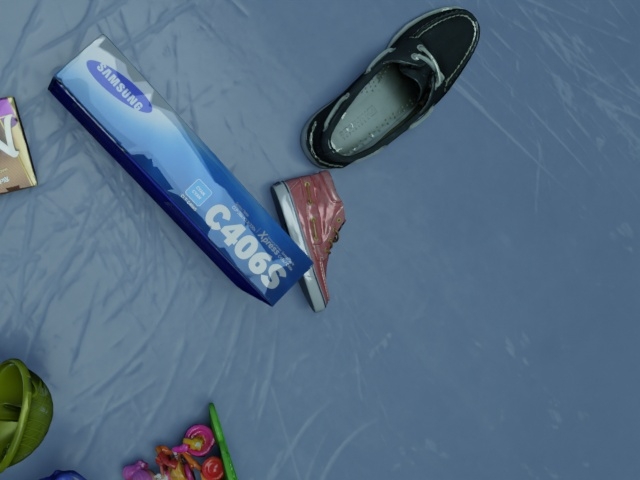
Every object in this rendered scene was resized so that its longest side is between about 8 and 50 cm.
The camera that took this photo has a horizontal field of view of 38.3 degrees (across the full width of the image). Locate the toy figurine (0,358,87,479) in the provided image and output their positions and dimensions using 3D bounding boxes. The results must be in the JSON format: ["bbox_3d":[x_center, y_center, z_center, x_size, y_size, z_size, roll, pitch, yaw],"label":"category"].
[{"bbox_3d":[-0.325,0.318,1.073,0.217,0.191,0.362,18,89,-33],"label":"toy figurine"}]

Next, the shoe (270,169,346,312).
[{"bbox_3d":[0.000,0.000,1.197,0.081,0.063,0.178,-18,95,-11],"label":"shoe"}]

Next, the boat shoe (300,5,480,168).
[{"bbox_3d":[0.108,-0.199,1.203,0.302,0.091,0.114,-46,106,-10],"label":"boat shoe"}]

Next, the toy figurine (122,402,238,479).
[{"bbox_3d":[-0.185,0.308,1.147,0.159,0.130,0.173,-16,77,-7],"label":"toy figurine"}]

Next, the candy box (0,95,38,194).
[{"bbox_3d":[-0.430,-0.092,1.054,0.187,0.053,0.109,-15,99,-15],"label":"candy box"}]

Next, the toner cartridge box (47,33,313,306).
[{"bbox_3d":[-0.167,-0.077,1.084,0.075,0.165,0.348,-45,107,-11],"label":"toner cartridge box"}]
